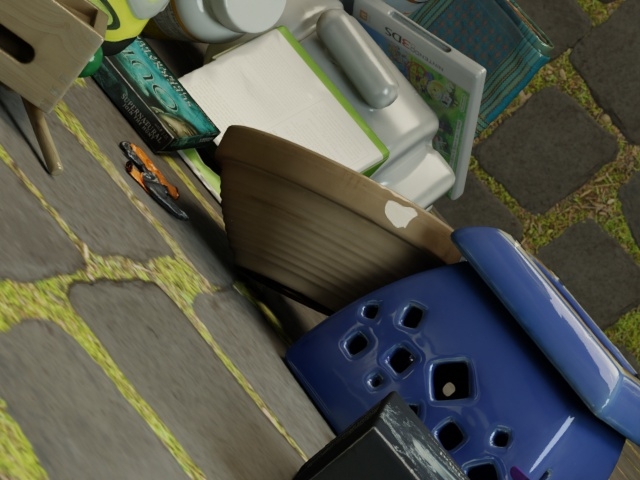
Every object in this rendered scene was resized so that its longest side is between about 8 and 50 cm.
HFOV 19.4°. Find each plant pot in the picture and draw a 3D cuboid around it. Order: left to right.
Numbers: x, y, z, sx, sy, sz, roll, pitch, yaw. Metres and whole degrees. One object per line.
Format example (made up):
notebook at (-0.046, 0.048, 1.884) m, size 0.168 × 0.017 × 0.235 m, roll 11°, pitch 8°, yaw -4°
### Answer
plant pot at (0.000, 0.000, 1.642) m, size 0.237 × 0.110 × 0.237 m, roll 26°, pitch -5°, yaw 3°
plant pot at (0.146, 0.133, 1.582) m, size 0.236 × 0.212 × 0.236 m, roll 52°, pitch 7°, yaw 25°

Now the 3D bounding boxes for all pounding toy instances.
pounding toy at (-0.218, -0.140, 1.373) m, size 0.141 × 0.100 × 0.130 m, roll 36°, pitch 10°, yaw -13°

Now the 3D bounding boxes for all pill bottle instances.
pill bottle at (-0.134, -0.273, 2.030) m, size 0.208 × 0.118 × 0.117 m, roll 12°, pitch -25°, yaw 49°

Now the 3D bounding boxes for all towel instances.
towel at (0.112, -0.219, 2.537) m, size 0.271 × 0.370 × 0.040 m, roll 51°, pitch 21°, yaw 21°

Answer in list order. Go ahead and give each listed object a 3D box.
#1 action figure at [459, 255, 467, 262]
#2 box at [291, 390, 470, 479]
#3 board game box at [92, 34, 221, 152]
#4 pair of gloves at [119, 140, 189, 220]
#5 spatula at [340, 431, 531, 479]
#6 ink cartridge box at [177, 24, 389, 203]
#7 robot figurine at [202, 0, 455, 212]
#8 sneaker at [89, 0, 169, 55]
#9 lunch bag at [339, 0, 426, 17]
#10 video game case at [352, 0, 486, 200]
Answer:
action figure at (0.105, 0.059, 1.934) m, size 0.141 × 0.164 × 0.276 m, roll 32°, pitch 12°, yaw -49°
box at (0.058, 0.195, 1.232) m, size 0.156 × 0.093 × 0.158 m, roll 50°, pitch 8°, yaw 1°
board game box at (-0.182, -0.163, 1.791) m, size 0.186 × 0.026 × 0.126 m, roll 50°, pitch 18°, yaw 7°
pair of gloves at (-0.143, -0.052, 1.610) m, size 0.074 × 0.010 × 0.083 m, roll 45°, pitch 9°, yaw -27°
spatula at (0.102, 0.184, 1.365) m, size 0.296 × 0.030 × 0.084 m, roll 14°, pitch -44°, yaw 51°
ink cartridge box at (-0.077, -0.095, 1.942) m, size 0.189 × 0.097 × 0.255 m, roll 50°, pitch 42°, yaw 6°
robot figurine at (-0.001, -0.157, 2.211) m, size 0.353 × 0.199 × 0.300 m, roll 50°, pitch -33°, yaw 5°
sneaker at (-0.273, -0.267, 1.446) m, size 0.384 × 0.147 × 0.145 m, roll 24°, pitch 2°, yaw -23°
lunch bag at (-0.062, -0.387, 2.336) m, size 0.385 × 0.328 × 0.239 m, roll 23°, pitch 61°, yaw -20°
video game case at (0.108, -0.174, 2.267) m, size 0.193 × 0.023 × 0.212 m, roll 37°, pitch -35°, yaw 25°
